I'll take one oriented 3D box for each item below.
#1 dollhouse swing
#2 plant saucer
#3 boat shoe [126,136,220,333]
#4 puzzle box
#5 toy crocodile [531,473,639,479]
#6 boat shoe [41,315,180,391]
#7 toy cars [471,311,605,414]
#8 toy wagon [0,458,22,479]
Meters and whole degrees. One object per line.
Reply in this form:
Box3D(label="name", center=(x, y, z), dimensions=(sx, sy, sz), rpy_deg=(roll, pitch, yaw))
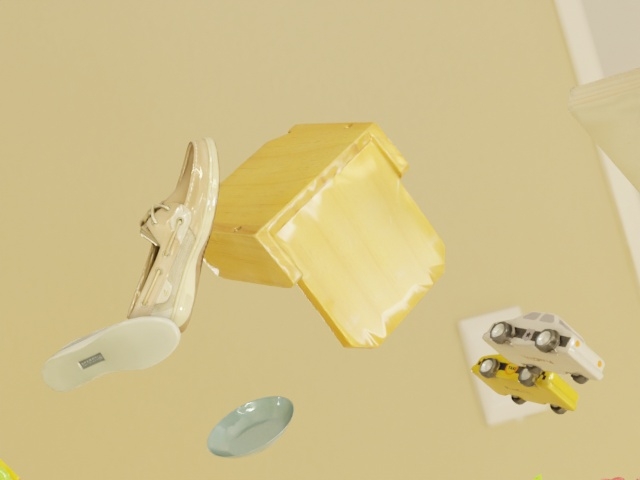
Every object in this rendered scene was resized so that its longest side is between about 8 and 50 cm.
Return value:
Box3D(label="dollhouse swing", center=(0.000, 0.000, 2.084), dimensions=(0.315, 0.305, 0.347), rpy_deg=(5, -138, 47))
Box3D(label="plant saucer", center=(-0.135, 0.389, 2.282), dimensions=(0.195, 0.037, 0.195), rpy_deg=(-21, -159, 8))
Box3D(label="boat shoe", center=(-0.223, -0.014, 1.706), dimensions=(0.098, 0.302, 0.109), rpy_deg=(12, 180, -17))
Box3D(label="puzzle box", center=(0.647, -0.167, 1.955), dimensions=(0.272, 0.052, 0.409), rpy_deg=(-14, 141, 37))
Box3D(label="toy crocodile", center=(0.545, 0.475, 2.053), dimensions=(0.340, 0.105, 0.115), rpy_deg=(-5, 156, 5))
Box3D(label="boat shoe", center=(-0.312, 0.158, 1.700), dimensions=(0.227, 0.079, 0.081), rpy_deg=(-20, -163, 13))
Box3D(label="toy cars", center=(0.338, 0.177, 1.735), dimensions=(0.176, 0.087, 0.393), rpy_deg=(27, 163, 12))
Box3D(label="toy wagon", center=(-0.595, 0.358, 1.871), dimensions=(0.068, 0.344, 0.267), rpy_deg=(-44, 170, -24))
